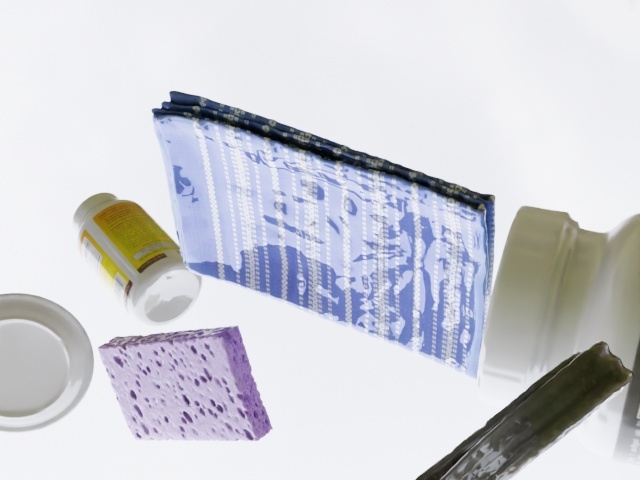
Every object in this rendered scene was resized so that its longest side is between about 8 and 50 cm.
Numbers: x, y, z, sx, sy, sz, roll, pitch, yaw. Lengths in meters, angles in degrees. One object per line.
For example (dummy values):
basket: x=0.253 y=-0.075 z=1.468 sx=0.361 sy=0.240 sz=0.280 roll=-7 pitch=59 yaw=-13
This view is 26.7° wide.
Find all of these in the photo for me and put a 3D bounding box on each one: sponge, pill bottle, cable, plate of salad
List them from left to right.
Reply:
plate of salad: x=-0.396 y=0.157 z=1.754 sx=0.200 sy=0.199 sz=0.048 roll=27 pitch=-167 yaw=-18
pill bottle: x=-0.267 y=0.021 z=1.910 sx=0.117 sy=0.117 sz=0.215 roll=2 pitch=-149 yaw=-44
sponge: x=-0.144 y=0.152 z=1.409 sx=0.031 sy=0.210 sz=0.117 roll=-30 pitch=-75 yaw=-43
cable: x=0.042 y=0.161 z=0.658 sx=0.072 sy=0.287 sz=0.139 roll=57 pitch=-176 yaw=21
pill bottle: x=0.322 y=0.092 z=1.087 sx=0.363 sy=0.210 sz=0.210 roll=13 pitch=-150 yaw=13

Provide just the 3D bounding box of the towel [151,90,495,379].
towel: x=0.000 y=0.000 z=1.256 sx=0.336 sy=0.243 sz=0.040 roll=20 pitch=-129 yaw=21
